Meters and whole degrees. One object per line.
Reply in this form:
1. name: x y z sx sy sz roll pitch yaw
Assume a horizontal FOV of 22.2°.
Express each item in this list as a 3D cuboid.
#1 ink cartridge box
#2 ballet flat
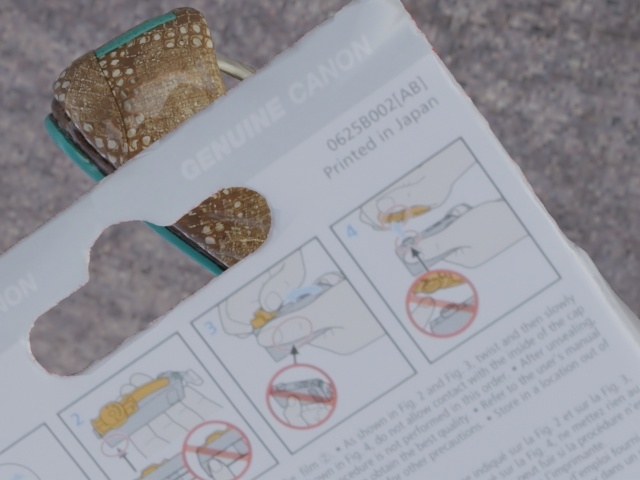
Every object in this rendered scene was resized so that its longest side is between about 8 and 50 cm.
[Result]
1. ink cartridge box: 0.013 0.076 0.439 0.232 0.189 0.066 55 -169 -5
2. ballet flat: 0.000 0.000 0.539 0.206 0.067 0.073 43 -175 -37
